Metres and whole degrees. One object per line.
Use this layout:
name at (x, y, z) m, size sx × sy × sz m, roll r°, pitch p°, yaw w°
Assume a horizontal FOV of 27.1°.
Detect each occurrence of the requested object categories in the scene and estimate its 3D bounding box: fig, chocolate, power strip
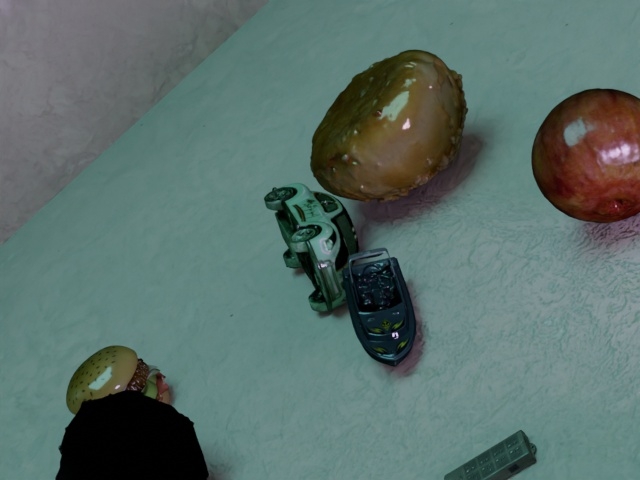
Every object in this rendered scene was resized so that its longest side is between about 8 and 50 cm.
fig at (0.376, -0.121, 1.805) m, size 0.205 × 0.205 × 0.205 m, roll -31°, pitch 27°, yaw 18°
chocolate at (-0.274, 0.320, 2.011) m, size 0.224 × 0.206 × 0.177 m, roll -20°, pitch -1°, yaw 7°
power strip at (0.198, 0.279, 1.605) m, size 0.136 × 0.019 × 0.051 m, roll -33°, pitch 28°, yaw 13°

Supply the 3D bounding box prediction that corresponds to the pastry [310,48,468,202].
pastry at (0.123, -0.179, 2.247) m, size 0.316 × 0.184 × 0.284 m, roll -17°, pitch 38°, yaw 59°

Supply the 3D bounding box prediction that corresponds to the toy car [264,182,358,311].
toy car at (0.000, 0.000, 2.195) m, size 0.125 × 0.136 × 0.306 m, roll -22°, pitch 26°, yaw -8°

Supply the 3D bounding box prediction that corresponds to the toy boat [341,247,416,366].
toy boat at (0.089, 0.101, 1.950) m, size 0.093 × 0.103 × 0.246 m, roll -13°, pitch 34°, yaw 1°

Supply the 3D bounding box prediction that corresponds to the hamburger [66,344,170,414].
hamburger at (-0.347, 0.255, 2.231) m, size 0.175 × 0.137 × 0.175 m, roll -28°, pitch 31°, yaw 19°
